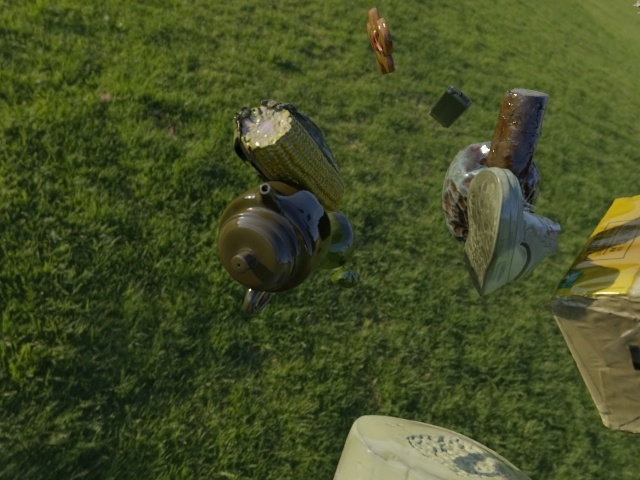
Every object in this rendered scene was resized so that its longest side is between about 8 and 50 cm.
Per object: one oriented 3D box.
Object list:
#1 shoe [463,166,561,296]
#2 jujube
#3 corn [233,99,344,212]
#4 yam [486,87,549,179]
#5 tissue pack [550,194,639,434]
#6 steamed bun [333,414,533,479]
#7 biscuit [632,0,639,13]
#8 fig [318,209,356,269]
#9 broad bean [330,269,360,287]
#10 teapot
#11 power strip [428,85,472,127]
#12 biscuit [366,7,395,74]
[{"bbox_3d":[0.338,-0.015,0.916,0.159,0.316,0.124,-12,59,0],"label":"shoe"},{"bbox_3d":[0.417,-0.103,1.327,0.226,0.317,0.226,-7,56,10],"label":"jujube"},{"bbox_3d":[-0.050,-0.144,1.004,0.305,0.123,0.122,47,40,-58],"label":"corn"},{"bbox_3d":[0.328,-0.179,0.902,0.079,0.141,0.079,7,22,-3],"label":"yam"},{"bbox_3d":[0.607,0.110,0.956,0.382,0.228,0.293,-38,105,-37],"label":"tissue pack"},{"bbox_3d":[0.247,0.604,1.167,0.456,0.371,0.290,19,11,27],"label":"steamed bun"},{"bbox_3d":[0.897,-0.595,1.287,0.252,0.070,0.106,-2,41,21],"label":"biscuit"},{"bbox_3d":[0.006,-0.008,1.759,0.230,0.207,0.207,12,45,-46],"label":"fig"},{"bbox_3d":[0.079,0.122,1.695,0.098,0.318,0.056,0,86,0],"label":"broad bean"},{"bbox_3d":[-0.096,0.017,0.915,0.185,0.268,0.175,21,30,18],"label":"teapot"},{"bbox_3d":[0.350,-0.361,1.451,0.076,0.169,0.028,41,76,0],"label":"power strip"},{"bbox_3d":[0.153,-0.513,1.395,0.250,0.036,0.165,-88,157,-76],"label":"biscuit"}]
